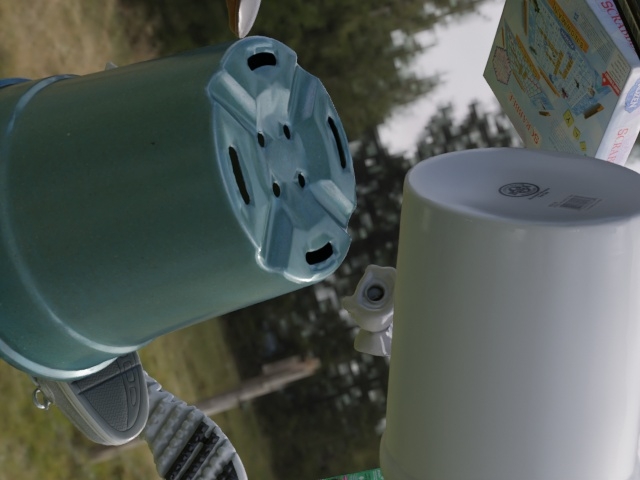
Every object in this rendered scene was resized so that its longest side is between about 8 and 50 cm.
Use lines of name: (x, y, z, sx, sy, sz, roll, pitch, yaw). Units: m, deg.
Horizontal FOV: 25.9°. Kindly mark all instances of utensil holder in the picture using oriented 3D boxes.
utensil holder: (0.240, 0.111, 1.697, 0.327, 0.327, 0.385, -115, -156, -68)

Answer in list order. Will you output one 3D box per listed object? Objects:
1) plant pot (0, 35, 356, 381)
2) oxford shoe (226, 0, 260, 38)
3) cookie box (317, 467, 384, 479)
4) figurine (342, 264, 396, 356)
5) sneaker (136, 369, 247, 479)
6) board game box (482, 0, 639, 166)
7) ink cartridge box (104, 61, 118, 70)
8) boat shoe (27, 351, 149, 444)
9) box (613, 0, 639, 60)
plant pot: (-0.166, -0.048, 1.448, 0.341, 0.334, 0.341, 30, 53, -50)
oxford shoe: (-0.136, -0.420, 2.192, 0.076, 0.076, 0.212, -51, 150, -47)
cookie box: (0.056, 0.388, 2.050, 0.040, 0.107, 0.092, -97, 174, -64)
figurine: (0.145, 0.133, 2.110, 0.209, 0.215, 0.092, 84, 17, -60)
sneaker: (-0.197, 0.272, 1.935, 0.292, 0.110, 0.118, 40, -1, 27)
board game box: (0.363, -0.252, 2.045, 0.318, 0.066, 0.319, 102, -30, -51)
ink cartridge box: (-0.278, -0.122, 1.768, 0.104, 0.061, 0.181, 35, -59, 19)
boat shoe: (-0.317, 0.104, 1.608, 0.320, 0.103, 0.118, 52, 40, 0)
box: (0.452, -0.270, 1.358, 0.179, 0.312, 0.343, 20, 48, -77)
